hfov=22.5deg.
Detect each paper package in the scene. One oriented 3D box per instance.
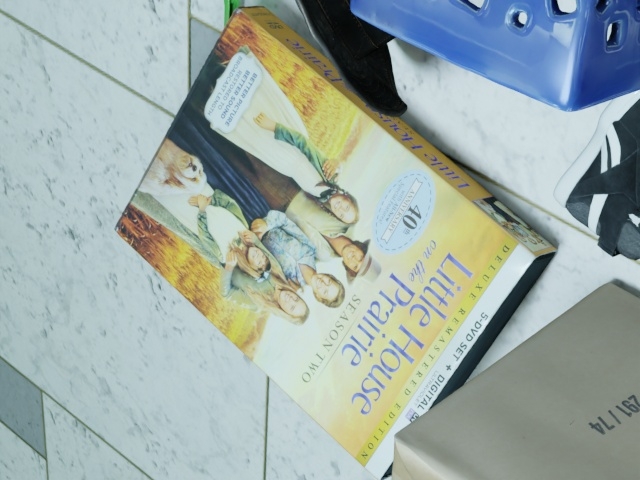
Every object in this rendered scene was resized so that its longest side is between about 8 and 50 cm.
[{"bbox_3d":[0.264,0.224,1.392,0.309,0.325,0.168,31,135,33],"label":"paper package"}]

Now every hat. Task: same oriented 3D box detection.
[{"bbox_3d":[0.031,-0.280,1.472,0.134,0.331,0.331,-32,87,15],"label":"hat"}]

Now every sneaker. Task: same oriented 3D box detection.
[{"bbox_3d":[0.292,-0.063,1.386,0.121,0.079,0.217,47,150,14],"label":"sneaker"}]

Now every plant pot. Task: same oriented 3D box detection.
[{"bbox_3d":[0.190,-0.256,1.254,0.236,0.236,0.212,29,126,37],"label":"plant pot"}]

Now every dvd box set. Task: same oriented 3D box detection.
[{"bbox_3d":[0.000,0.000,1.673,0.420,0.062,0.307,42,116,20],"label":"dvd box set"}]

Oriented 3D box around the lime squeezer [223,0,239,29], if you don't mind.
[{"bbox_3d":[-0.085,-0.111,1.797,0.110,0.059,0.310,-8,91,50],"label":"lime squeezer"}]
